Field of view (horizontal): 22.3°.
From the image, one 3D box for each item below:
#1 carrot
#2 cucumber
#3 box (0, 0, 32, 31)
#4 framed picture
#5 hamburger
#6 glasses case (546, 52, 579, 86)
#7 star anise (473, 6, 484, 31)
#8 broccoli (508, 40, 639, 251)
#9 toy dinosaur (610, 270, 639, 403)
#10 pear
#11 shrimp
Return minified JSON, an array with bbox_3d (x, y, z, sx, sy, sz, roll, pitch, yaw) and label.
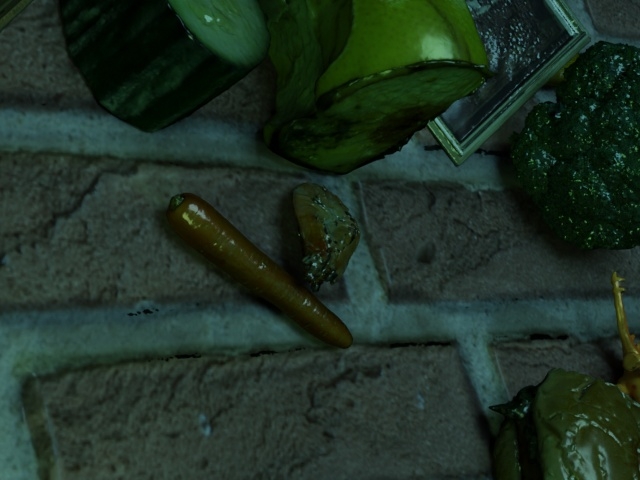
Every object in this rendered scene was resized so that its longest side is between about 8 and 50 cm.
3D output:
[{"bbox_3d":[-0.055,0.034,1.576,0.248,0.043,0.043,40,43,-25],"label":"carrot"},{"bbox_3d":[-0.140,-0.207,1.574,0.191,0.130,0.191,31,44,-36],"label":"cucumber"},{"bbox_3d":[-0.389,-0.250,1.252,0.297,0.225,0.190,53,41,-7],"label":"box"},{"bbox_3d":[0.189,-0.262,1.969,0.296,0.019,0.232,-44,100,-32],"label":"framed picture"},{"bbox_3d":[0.303,0.287,1.731,0.309,0.132,0.211,47,38,-17],"label":"hamburger"},{"bbox_3d":[0.283,-0.311,2.141,0.079,0.064,0.234,-5,71,-41],"label":"glasses case"},{"bbox_3d":[0.171,-0.284,2.011,0.212,0.053,0.157,23,51,-38],"label":"star anise"},{"bbox_3d":[0.359,-0.123,1.989,0.270,0.270,0.270,44,6,-19],"label":"broccoli"},{"bbox_3d":[0.392,0.182,1.945,0.117,0.070,0.288,16,59,-54],"label":"toy dinosaur"},{"bbox_3d":[0.037,-0.230,1.686,0.164,0.238,0.255,8,62,-37],"label":"pear"},{"bbox_3d":[0.000,0.000,1.643,0.091,0.043,0.184,42,25,-19],"label":"shrimp"}]
